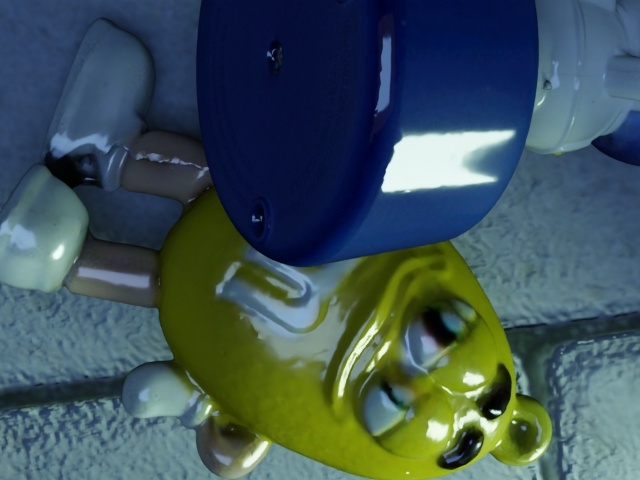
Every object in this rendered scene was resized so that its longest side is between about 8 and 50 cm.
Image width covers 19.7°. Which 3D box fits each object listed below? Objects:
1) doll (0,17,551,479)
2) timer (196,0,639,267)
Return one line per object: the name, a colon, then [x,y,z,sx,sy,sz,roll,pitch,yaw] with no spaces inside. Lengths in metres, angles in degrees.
doll: [-0.037,0.006,1.366,0.423,0.161,0.348,0,87,-6]
timer: [0.135,-0.118,1.262,0.384,0.270,0.270,0,106,-27]
